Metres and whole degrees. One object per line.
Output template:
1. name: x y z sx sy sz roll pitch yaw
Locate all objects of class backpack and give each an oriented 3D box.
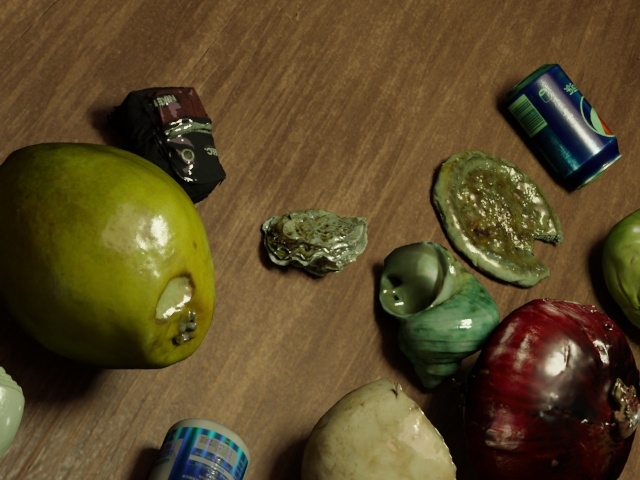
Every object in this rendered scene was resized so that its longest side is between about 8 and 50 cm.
1. backpack: -0.194 -0.131 1.966 0.120 0.106 0.165 -19 71 -48

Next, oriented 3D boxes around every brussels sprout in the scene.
1. brussels sprout: 0.566 0.052 2.371 0.244 0.244 0.244 20 51 -26

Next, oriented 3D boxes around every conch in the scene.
1. conch: 0.164 0.104 2.074 0.175 0.122 0.188 5 54 9

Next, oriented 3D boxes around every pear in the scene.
1. pear: -0.258 0.014 1.720 0.321 0.269 0.269 39 41 17

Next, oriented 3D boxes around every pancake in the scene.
1. pancake: 0.281 -0.041 2.324 0.253 0.037 0.254 20 51 -27

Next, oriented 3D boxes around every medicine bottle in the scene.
1. medicine bottle: -0.155 0.307 1.694 0.107 0.107 0.191 34 46 -15

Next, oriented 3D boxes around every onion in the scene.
1. onion: 0.333 0.233 2.015 0.314 0.232 0.314 -17 112 -48

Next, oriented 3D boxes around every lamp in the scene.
1. lamp: -0.378 0.221 1.593 0.106 0.106 0.193 15 63 -30

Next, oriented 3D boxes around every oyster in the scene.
1. oyster: 0.000 0.000 2.065 0.177 0.064 0.125 0 46 -26

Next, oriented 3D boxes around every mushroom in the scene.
1. mushroom: 0.070 0.315 1.835 0.189 0.195 0.254 -26 84 -12

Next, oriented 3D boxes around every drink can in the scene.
1. drink can: 0.406 -0.190 2.468 0.205 0.118 0.118 53 44 3
